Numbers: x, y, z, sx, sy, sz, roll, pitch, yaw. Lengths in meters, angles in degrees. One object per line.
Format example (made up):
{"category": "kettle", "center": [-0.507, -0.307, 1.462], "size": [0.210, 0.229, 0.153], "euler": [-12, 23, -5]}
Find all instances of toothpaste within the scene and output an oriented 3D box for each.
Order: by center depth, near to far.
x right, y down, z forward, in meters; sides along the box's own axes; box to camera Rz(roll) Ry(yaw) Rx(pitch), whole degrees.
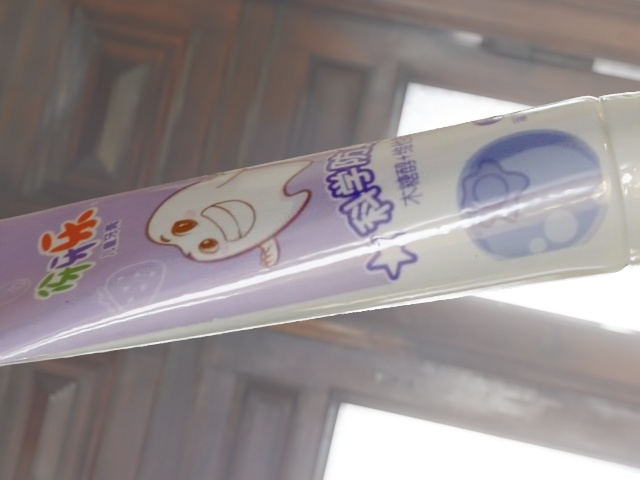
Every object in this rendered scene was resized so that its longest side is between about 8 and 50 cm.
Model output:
{"category": "toothpaste", "center": [0.000, 0.000, 0.800], "size": [0.125, 0.371, 0.080], "euler": [-93, 171, -58]}
